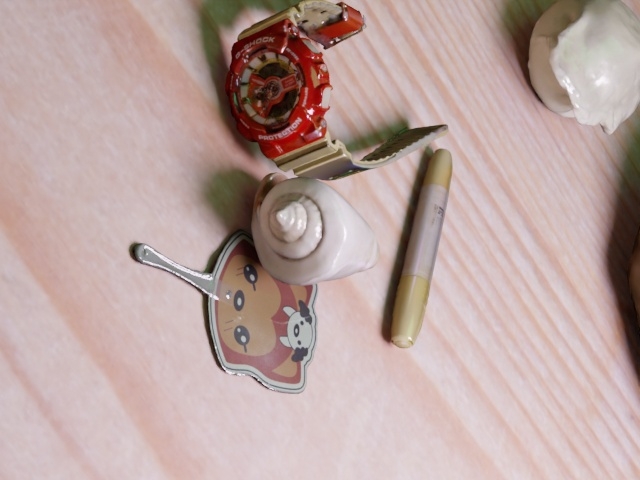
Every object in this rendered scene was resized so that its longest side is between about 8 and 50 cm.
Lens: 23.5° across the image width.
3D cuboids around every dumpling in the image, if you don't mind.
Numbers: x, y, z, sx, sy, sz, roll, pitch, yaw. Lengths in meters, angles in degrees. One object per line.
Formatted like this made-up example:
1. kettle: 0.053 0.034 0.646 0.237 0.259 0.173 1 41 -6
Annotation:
1. dumpling: 0.307 -0.200 1.738 0.162 0.132 0.250 57 27 -6

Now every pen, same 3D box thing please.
1. pen: 0.102 0.007 1.506 0.040 0.032 0.233 64 34 -49

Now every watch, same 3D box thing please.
1. watch: 0.020 -0.143 1.428 0.268 0.102 0.165 -25 95 -58

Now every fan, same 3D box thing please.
1. fan: -0.075 0.048 1.304 0.220 0.009 0.132 30 55 -40

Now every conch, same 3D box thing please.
1. conch: 0.001 -0.012 1.343 0.176 0.104 0.094 -9 102 -59

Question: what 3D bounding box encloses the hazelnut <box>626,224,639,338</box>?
1. hazelnut: 0.549 0.061 1.769 0.421 0.353 0.421 0 89 -25
